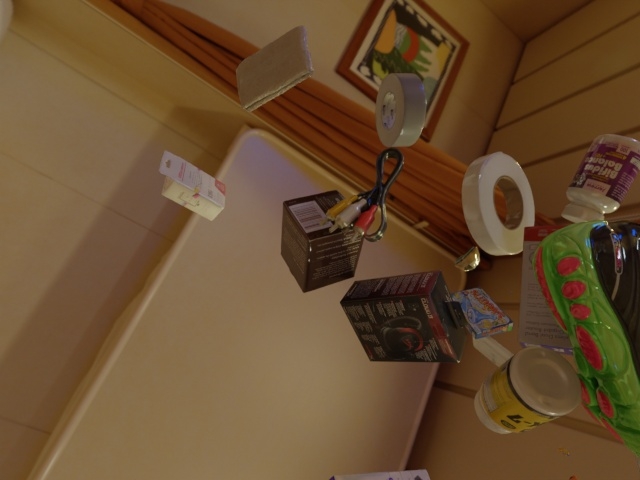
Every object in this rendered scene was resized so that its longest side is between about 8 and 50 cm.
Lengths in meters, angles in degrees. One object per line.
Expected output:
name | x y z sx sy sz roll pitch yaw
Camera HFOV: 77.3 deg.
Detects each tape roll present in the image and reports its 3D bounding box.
tape roll | 0.244 -0.403 1.246 0.219 0.073 0.218 175 -90 -77
tape roll | 0.679 -0.138 1.512 0.072 0.392 0.391 -9 -128 54

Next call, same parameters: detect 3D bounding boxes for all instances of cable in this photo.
cable | 0.130 -0.110 0.944 0.140 0.072 0.287 30 -104 29

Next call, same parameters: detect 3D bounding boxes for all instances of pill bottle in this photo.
pill bottle | 0.980 -0.201 1.402 0.301 0.170 0.169 -66 -162 7
pill bottle | 0.381 0.295 0.764 0.208 0.119 0.119 95 9 -53

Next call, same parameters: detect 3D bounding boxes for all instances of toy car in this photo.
toy car | 0.714 0.672 1.158 0.040 0.060 0.121 86 -14 -66

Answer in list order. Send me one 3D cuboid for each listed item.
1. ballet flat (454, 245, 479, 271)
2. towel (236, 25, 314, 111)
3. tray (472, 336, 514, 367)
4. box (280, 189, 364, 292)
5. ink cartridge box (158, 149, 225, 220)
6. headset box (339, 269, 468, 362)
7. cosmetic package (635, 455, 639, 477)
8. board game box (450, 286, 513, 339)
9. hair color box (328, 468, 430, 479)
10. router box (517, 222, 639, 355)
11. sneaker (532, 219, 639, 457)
ballet flat | 0.625 0.081 1.666 0.080 0.073 0.232 -44 167 -5
towel | -0.151 -0.547 1.291 0.283 0.049 0.186 -19 -110 25
tray | 0.727 0.473 1.666 0.030 0.145 0.270 -30 -143 -13
box | 0.000 0.000 1.089 0.168 0.167 0.203 55 -30 37
ink cartridge box | -0.369 -0.153 1.123 0.067 0.198 0.115 -40 -143 25
headset box | 0.232 0.206 1.057 0.294 0.218 0.110 -13 -157 38
cosmetic package | 1.000 0.554 0.944 0.366 0.155 0.197 9 -131 50
board game box | 0.542 0.245 1.380 0.201 0.136 0.035 -116 -163 -57
hair color box | 0.176 0.749 1.095 0.110 0.339 0.185 -59 -149 31
router box | 0.641 0.112 0.900 0.336 0.082 0.300 -2 -116 35
sneaker | 0.546 0.185 0.686 0.203 0.482 0.185 -23 -169 1
